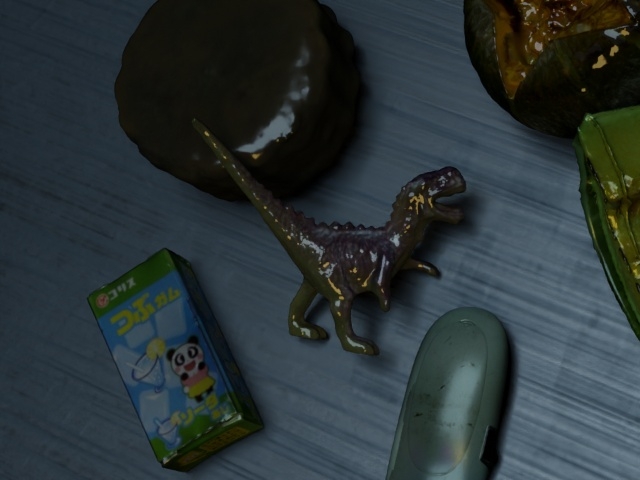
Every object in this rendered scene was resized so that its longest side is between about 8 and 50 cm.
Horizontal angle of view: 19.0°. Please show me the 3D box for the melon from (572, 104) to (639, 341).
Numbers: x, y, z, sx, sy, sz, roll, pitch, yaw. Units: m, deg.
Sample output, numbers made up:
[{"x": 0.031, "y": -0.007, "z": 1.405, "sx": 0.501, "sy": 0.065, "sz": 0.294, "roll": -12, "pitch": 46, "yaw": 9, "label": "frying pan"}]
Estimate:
[{"x": 0.336, "y": 0.006, "z": 1.624, "sx": 0.169, "sy": 0.129, "sz": 0.265, "roll": -20, "pitch": 64, "yaw": -7, "label": "melon"}]

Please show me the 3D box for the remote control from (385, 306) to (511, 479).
[{"x": 0.109, "y": 0.182, "z": 1.701, "sx": 0.097, "sy": 0.045, "sz": 0.256, "roll": 8, "pitch": 80, "yaw": 25, "label": "remote control"}]

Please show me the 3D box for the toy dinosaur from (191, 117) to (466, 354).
[{"x": 0.001, "y": -0.001, "z": 1.747, "sx": 0.251, "sy": 0.072, "sz": 0.200, "roll": 8, "pitch": 101, "yaw": 7, "label": "toy dinosaur"}]

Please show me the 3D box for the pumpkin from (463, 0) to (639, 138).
[{"x": 0.239, "y": -0.206, "z": 1.695, "sx": 0.238, "sy": 0.159, "sz": 0.238, "roll": -2, "pitch": 87, "yaw": 43, "label": "pumpkin"}]

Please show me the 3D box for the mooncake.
[{"x": -0.075, "y": -0.147, "z": 1.835, "sx": 0.228, "sy": 0.124, "sz": 0.228, "roll": -9, "pitch": 67, "yaw": 22, "label": "mooncake"}]

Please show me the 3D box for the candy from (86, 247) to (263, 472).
[{"x": -0.138, "y": 0.113, "z": 1.815, "sx": 0.097, "sy": 0.062, "sz": 0.194, "roll": -32, "pitch": 65, "yaw": 12, "label": "candy"}]
